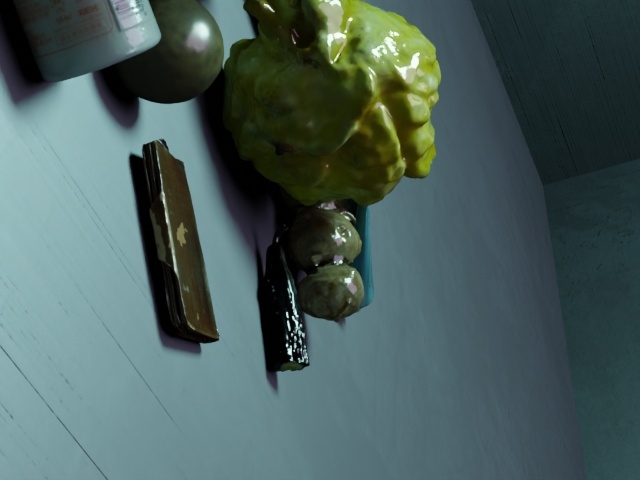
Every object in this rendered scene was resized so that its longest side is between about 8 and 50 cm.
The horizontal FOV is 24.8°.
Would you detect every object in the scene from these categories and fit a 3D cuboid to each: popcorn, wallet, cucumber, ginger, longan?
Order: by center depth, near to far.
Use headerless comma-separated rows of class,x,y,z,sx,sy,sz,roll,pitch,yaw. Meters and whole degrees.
longan,-0.144,-0.174,1.295,0.119,0.106,0.106,27,33,-14
wallet,-0.127,0.002,1.296,0.095,0.026,0.176,41,37,-73
cucumber,-0.042,0.060,1.514,0.039,0.043,0.163,36,37,-55
popcorn,0.006,-0.151,1.534,0.266,0.233,0.192,65,30,-28
ginger,0.000,0.000,1.644,0.104,0.080,0.204,29,44,-55

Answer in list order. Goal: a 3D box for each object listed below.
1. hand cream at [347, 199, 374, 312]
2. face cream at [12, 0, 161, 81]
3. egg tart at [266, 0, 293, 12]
hand cream,0.042,-0.004,1.728,0.083,0.048,0.224,-119,-157,-50
face cream,-0.210,-0.253,1.115,0.101,0.101,0.251,-58,130,-70
egg tart,-0.011,-0.293,1.851,0.241,0.106,0.241,-19,90,-75
